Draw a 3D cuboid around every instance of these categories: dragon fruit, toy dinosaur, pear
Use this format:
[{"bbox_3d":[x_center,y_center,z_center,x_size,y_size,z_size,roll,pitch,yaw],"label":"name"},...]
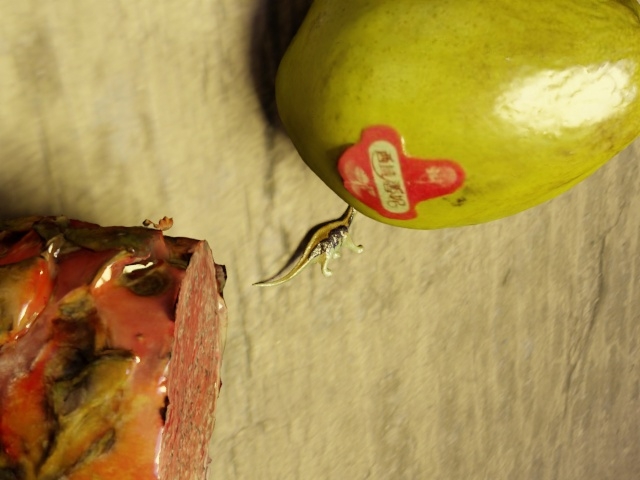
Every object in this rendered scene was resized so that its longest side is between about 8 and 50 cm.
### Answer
[{"bbox_3d":[-0.221,0.122,0.764,0.314,0.262,0.296,86,8,-79],"label":"dragon fruit"},{"bbox_3d":[0.007,0.011,1.090,0.180,0.037,0.058,-44,115,-27],"label":"toy dinosaur"},{"bbox_3d":[0.148,-0.150,0.901,0.287,0.375,0.287,-5,90,-65],"label":"pear"}]
